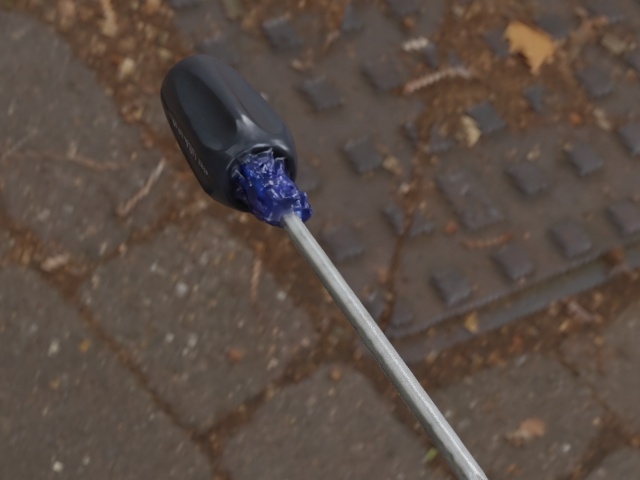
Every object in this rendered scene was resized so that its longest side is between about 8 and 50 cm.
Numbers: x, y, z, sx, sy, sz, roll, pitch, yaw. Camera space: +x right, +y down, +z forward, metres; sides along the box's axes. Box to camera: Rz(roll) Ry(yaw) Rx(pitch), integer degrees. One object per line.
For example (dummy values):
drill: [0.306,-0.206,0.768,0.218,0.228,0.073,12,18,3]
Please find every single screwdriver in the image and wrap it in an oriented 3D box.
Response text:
screwdriver: [0.000,0.000,0.374,0.024,0.025,0.170,11,20,-29]
